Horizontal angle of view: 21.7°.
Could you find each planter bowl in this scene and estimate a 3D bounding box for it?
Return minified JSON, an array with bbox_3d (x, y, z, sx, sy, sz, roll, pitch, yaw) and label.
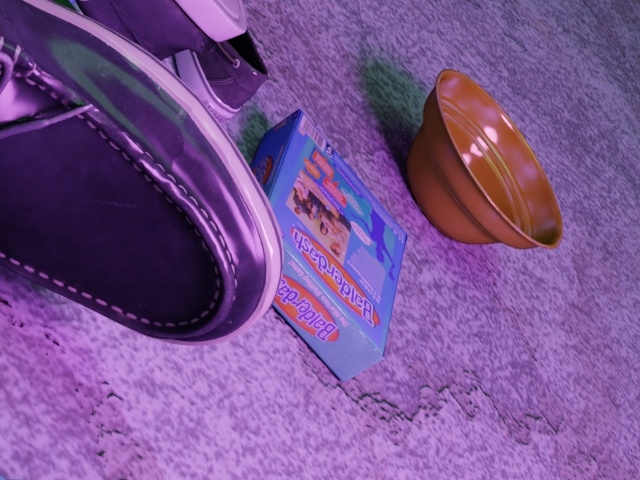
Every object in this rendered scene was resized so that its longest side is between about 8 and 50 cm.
[{"bbox_3d":[0.153,-0.064,1.730,0.217,0.090,0.217,43,28,-29],"label":"planter bowl"}]

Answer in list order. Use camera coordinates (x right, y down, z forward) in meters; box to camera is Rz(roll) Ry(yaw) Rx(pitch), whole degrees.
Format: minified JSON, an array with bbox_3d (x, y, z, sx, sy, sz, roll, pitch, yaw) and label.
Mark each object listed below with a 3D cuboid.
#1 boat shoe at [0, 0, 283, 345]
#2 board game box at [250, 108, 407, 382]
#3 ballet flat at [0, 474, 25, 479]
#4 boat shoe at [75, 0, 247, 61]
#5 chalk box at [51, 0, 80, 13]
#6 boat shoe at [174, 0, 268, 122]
[{"bbox_3d":[-0.230,-0.083,0.944,0.500,0.187,0.156,41,34,-22],"label":"boat shoe"},{"bbox_3d":[0.000,0.000,1.419,0.160,0.047,0.210,49,25,-17],"label":"board game box"},{"bbox_3d":[-0.171,0.156,0.866,0.231,0.077,0.077,48,51,-72],"label":"ballet flat"},{"bbox_3d":[-0.150,-0.198,0.974,0.302,0.091,0.114,50,21,-45],"label":"boat shoe"},{"bbox_3d":[-0.235,-0.247,1.132,0.180,0.179,0.289,18,46,-56],"label":"chalk box"},{"bbox_3d":[-0.098,-0.211,1.463,0.080,0.076,0.228,29,36,-46],"label":"boat shoe"}]
